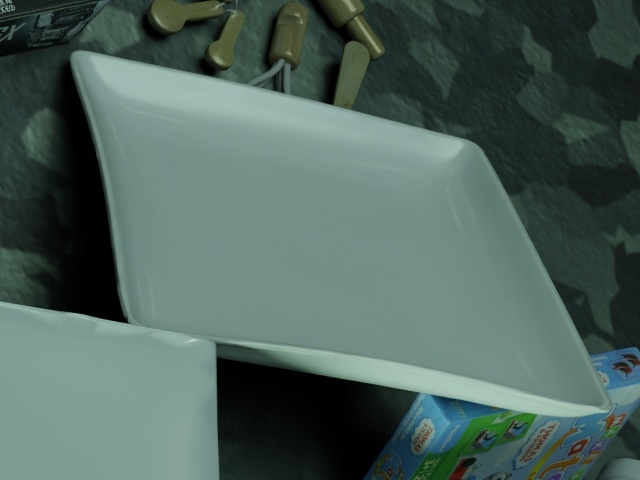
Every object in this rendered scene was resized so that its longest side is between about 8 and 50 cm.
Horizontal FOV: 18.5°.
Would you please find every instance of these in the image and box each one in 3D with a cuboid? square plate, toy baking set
[{"bbox_3d":[0.000,0.000,1.389,0.347,0.049,0.344,11,32,-21],"label":"square plate"},{"bbox_3d":[-0.038,-0.165,1.572,0.256,0.030,0.197,52,52,-2],"label":"toy baking set"}]

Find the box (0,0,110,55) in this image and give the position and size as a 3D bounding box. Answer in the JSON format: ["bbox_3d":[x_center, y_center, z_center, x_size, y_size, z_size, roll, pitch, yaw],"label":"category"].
[{"bbox_3d":[-0.327,-0.233,1.364,0.307,0.076,0.242,-19,79,-40],"label":"box"}]

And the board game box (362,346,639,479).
[{"bbox_3d":[0.130,0.155,1.442,0.211,0.160,0.039,-8,51,-38],"label":"board game box"}]

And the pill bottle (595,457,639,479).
[{"bbox_3d":[0.218,0.242,1.511,0.086,0.086,0.152,44,50,-10],"label":"pill bottle"}]

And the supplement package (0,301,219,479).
[{"bbox_3d":[-0.191,0.147,1.188,0.194,0.203,0.149,12,61,-30],"label":"supplement package"}]
